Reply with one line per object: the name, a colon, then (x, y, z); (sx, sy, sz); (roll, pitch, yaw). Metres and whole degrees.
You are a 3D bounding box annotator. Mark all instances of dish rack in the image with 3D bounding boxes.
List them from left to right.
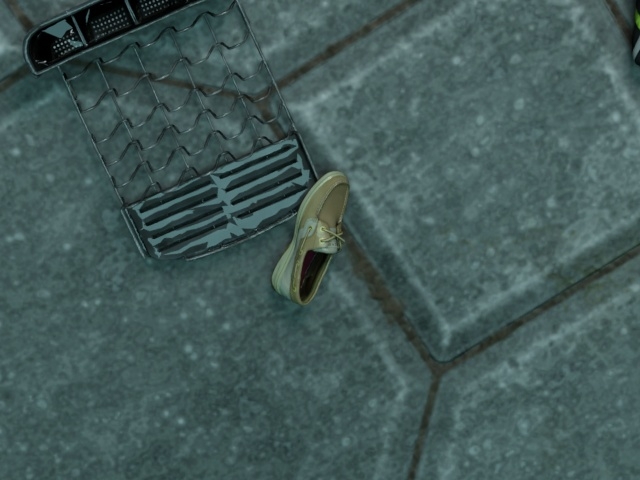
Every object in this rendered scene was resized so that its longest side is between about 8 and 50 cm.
dish rack: (-0.127, -0.114, 1.583); (0.208, 0.074, 0.271); (-23, 105, 4)

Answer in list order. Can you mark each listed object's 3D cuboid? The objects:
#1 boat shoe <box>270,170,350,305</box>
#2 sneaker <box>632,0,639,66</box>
boat shoe: (0.000, 0.000, 1.627); (0.050, 0.045, 0.135); (2, 118, -44)
sneaker: (0.327, -0.274, 1.574); (0.084, 0.097, 0.234); (-13, 131, -37)
